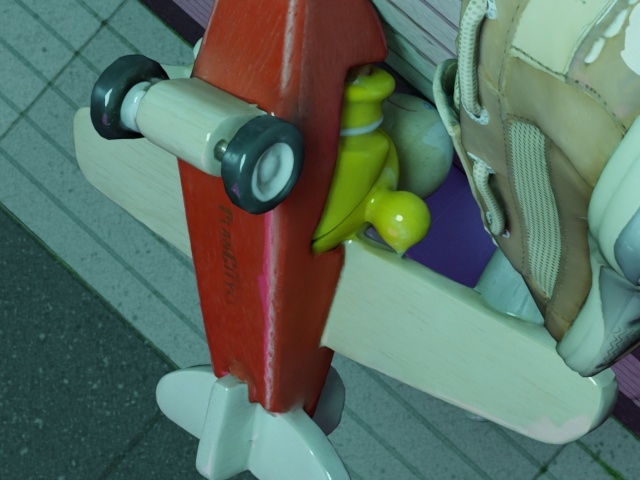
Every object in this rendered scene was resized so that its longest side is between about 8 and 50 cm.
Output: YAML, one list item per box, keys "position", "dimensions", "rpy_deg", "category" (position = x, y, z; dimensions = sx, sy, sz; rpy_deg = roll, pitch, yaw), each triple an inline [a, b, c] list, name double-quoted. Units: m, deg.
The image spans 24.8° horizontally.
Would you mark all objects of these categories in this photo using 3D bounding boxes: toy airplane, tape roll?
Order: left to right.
- position: [0.000, 0.000, 1.046]
  dimensions: [0.386, 0.272, 0.384]
  rpy_deg: [55, 145, -3]
  category: "toy airplane"
- position: [0.071, -0.042, 1.391]
  dimensions: [0.275, 0.090, 0.275]
  rpy_deg: [43, 178, 2]
  category: "tape roll"

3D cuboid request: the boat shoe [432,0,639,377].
- position: [0.102, -0.040, 0.491]
  dimensions: [0.116, 0.123, 0.324]
  rpy_deg: [49, 173, 13]
  category: "boat shoe"
